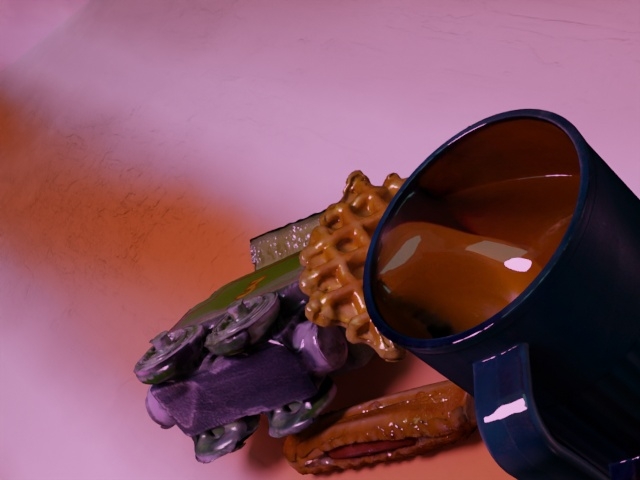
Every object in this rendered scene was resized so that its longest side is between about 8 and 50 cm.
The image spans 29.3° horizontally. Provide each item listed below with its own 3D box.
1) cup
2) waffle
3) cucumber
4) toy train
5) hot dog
[{"bbox_3d":[0.232,0.074,1.101,0.242,0.292,0.308,-47,33,8],"label":"cup"},{"bbox_3d":[0.111,0.024,1.396,0.291,0.051,0.291,0,47,0],"label":"waffle"},{"bbox_3d":[0.002,0.002,1.686,0.211,0.062,0.078,-19,78,32],"label":"cucumber"},{"bbox_3d":[-0.074,0.131,1.500,0.307,0.173,0.249,-25,16,36],"label":"toy train"},{"bbox_3d":[0.068,0.216,1.381,0.289,0.068,0.083,-23,19,44],"label":"hot dog"}]
